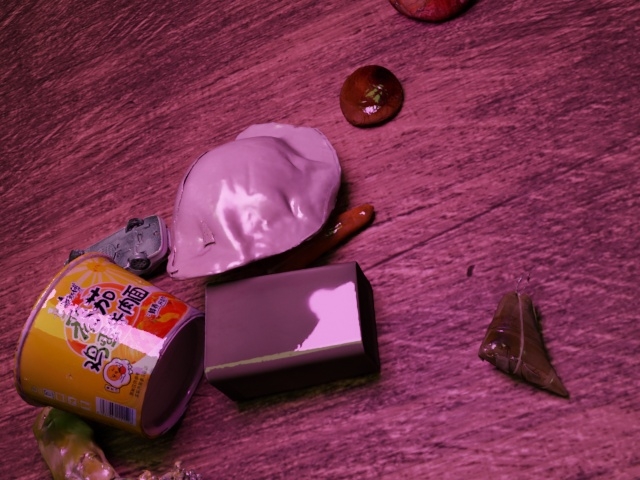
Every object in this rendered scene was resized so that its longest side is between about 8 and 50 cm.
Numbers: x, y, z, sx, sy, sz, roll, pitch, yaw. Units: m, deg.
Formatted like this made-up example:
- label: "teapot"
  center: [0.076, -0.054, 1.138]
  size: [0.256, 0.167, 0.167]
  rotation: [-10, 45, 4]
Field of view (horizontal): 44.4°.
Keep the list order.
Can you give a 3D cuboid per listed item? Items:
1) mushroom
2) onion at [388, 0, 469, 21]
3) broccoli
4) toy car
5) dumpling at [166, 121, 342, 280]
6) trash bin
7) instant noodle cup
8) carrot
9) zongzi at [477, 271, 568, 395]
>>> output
- label: "mushroom"
  center: [0.086, -0.258, 1.389]
  size: [0.123, 0.052, 0.123]
  rotation: [-11, 61, 21]
- label: "onion"
  center: [0.196, -0.492, 1.416]
  size: [0.184, 0.147, 0.184]
  rotation: [-5, 76, 18]
- label: "broccoli"
  center: [-0.318, 0.360, 1.146]
  size: [0.252, 0.221, 0.361]
  rotation: [-55, 47, 32]
- label: "toy car"
  center: [-0.361, 0.038, 1.398]
  size: [0.224, 0.076, 0.090]
  rotation: [-26, 55, 18]
- label: "dumpling"
  center: [-0.102, -0.068, 1.275]
  size: [0.260, 0.181, 0.341]
  rotation: [-1, 21, 23]
- label: "trash bin"
  center: [-0.042, 0.137, 1.184]
  size: [0.241, 0.122, 0.164]
  rotation: [-11, 59, 15]
- label: "instant noodle cup"
  center: [-0.299, 0.167, 1.194]
  size: [0.200, 0.264, 0.264]
  rotation: [19, 71, 15]
- label: "carrot"
  center: [0.000, 0.000, 1.283]
  size: [0.210, 0.061, 0.061]
  rotation: [-33, 55, -2]
- label: "zongzi"
  center: [0.304, 0.129, 1.095]
  size: [0.130, 0.062, 0.154]
  rotation: [25, 57, 10]
